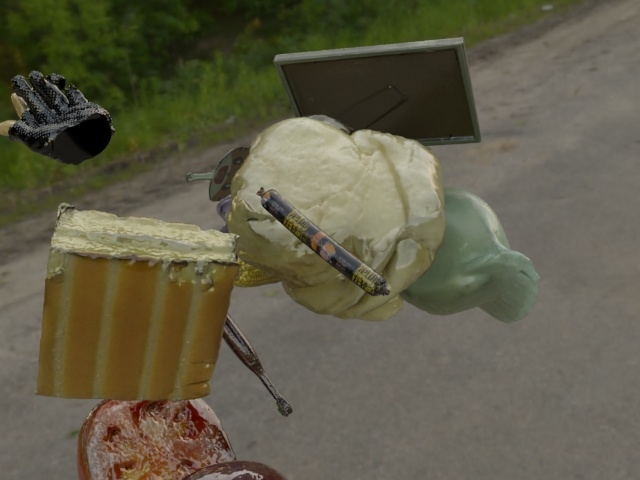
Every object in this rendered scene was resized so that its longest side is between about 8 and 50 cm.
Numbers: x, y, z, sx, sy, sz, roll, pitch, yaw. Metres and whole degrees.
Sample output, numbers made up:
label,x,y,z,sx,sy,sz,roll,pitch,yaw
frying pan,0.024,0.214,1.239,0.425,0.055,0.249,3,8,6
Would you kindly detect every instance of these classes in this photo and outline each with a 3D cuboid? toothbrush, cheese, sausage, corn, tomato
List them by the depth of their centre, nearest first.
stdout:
label,x,y,z,sx,sy,sz,roll,pitch,yaw
sausage,0.000,0.000,1.044,0.198,0.028,0.025,40,38,25
corn,-0.091,0.047,1.818,0.072,0.072,0.203,9,11,42
tomato,-0.332,0.437,1.864,0.143,0.338,0.338,-35,-2,41
toothbrush,-0.167,0.193,1.897,0.041,0.364,0.041,-36,-1,0
cheese,-0.176,-0.051,2.109,0.105,0.191,0.042,8,58,-7

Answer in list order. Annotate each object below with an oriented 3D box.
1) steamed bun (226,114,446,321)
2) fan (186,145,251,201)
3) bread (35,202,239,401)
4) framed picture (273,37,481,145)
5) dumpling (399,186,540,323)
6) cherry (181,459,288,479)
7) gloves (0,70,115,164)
label,x,y,z,sx,sy,sz,roll,pitch,yaw
steamed bun,0.030,-0.032,1.514,0.372,0.230,0.325,11,55,21
fan,-0.218,-0.141,2.104,0.008,0.153,0.226,37,25,24
bread,-0.236,0.085,1.254,0.239,0.246,0.111,4,33,-15
framed picture,0.103,-0.242,1.668,0.324,0.240,0.020,-2,53,18
dumpling,0.217,0.041,1.732,0.211,0.270,0.321,-12,41,-14
cherry,-0.140,0.454,1.511,0.236,0.213,0.285,-26,40,-2
gloves,-0.418,-0.187,1.508,0.180,0.106,0.129,33,85,38
